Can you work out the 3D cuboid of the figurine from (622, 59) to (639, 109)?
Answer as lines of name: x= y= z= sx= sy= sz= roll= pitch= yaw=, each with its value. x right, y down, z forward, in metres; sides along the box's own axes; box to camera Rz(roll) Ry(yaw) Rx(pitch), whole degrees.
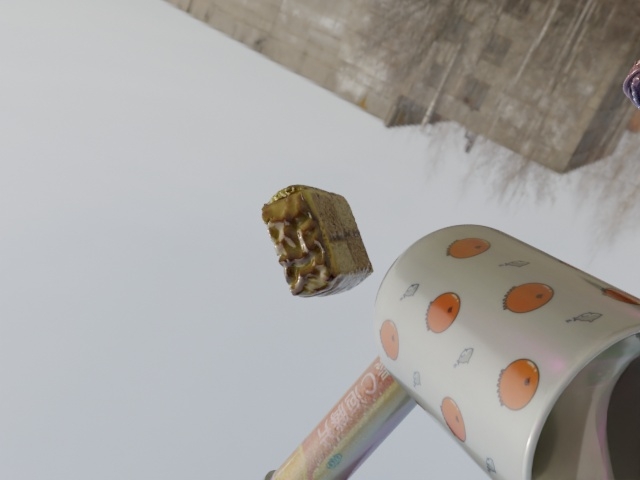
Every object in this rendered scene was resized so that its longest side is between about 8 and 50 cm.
figurine: x=0.494 y=-0.192 z=1.138 sx=0.114 sy=0.126 sz=0.157 roll=-2 pitch=-139 yaw=-2

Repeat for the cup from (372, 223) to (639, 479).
cup: x=0.191 y=0.112 z=0.810 sx=0.212 sy=0.212 sz=0.317 roll=12 pitch=-167 yaw=-28

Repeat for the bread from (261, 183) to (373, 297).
bread: x=0.000 y=0.000 z=1.345 sx=0.222 sy=0.096 sz=0.182 roll=2 pitch=-112 yaw=-69

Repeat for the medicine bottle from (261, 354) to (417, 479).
medicine bottle: x=0.073 y=0.251 z=1.232 sx=0.108 sy=0.426 sz=0.108 roll=34 pitch=-162 yaw=-12
